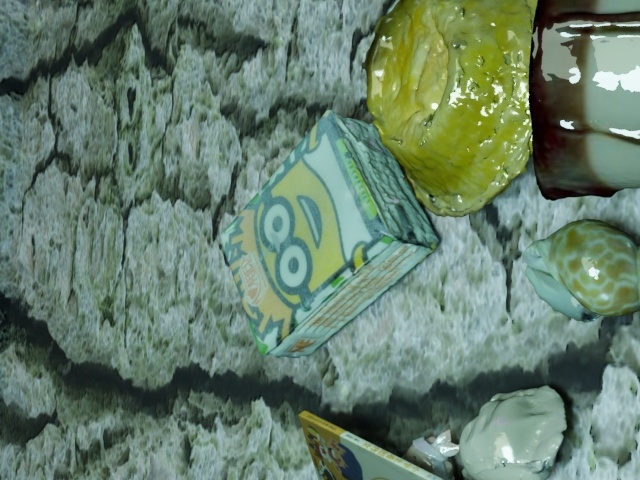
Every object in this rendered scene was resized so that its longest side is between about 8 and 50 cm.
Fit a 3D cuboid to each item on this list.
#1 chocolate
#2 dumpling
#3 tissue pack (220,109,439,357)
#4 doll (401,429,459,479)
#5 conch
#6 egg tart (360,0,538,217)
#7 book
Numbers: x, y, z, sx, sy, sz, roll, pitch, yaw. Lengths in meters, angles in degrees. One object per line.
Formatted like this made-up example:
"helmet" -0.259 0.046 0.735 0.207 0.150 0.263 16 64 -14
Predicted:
"chocolate" 0.335 -0.167 0.951 0.186 0.283 0.283 8 92 25
"dumpling" 0.227 0.235 1.119 0.188 0.108 0.127 134 150 -54
"tissue pack" 0.000 0.000 1.351 0.311 0.128 0.228 -45 54 34
"doll" 0.132 0.298 1.217 0.127 0.084 0.073 -63 35 30
"conch" 0.309 0.031 1.047 0.173 0.106 0.116 -17 94 63
"egg tart" 0.157 -0.198 1.154 0.345 0.132 0.345 -11 77 61
"book" 0.095 0.353 1.223 0.295 0.020 0.208 16 130 46
